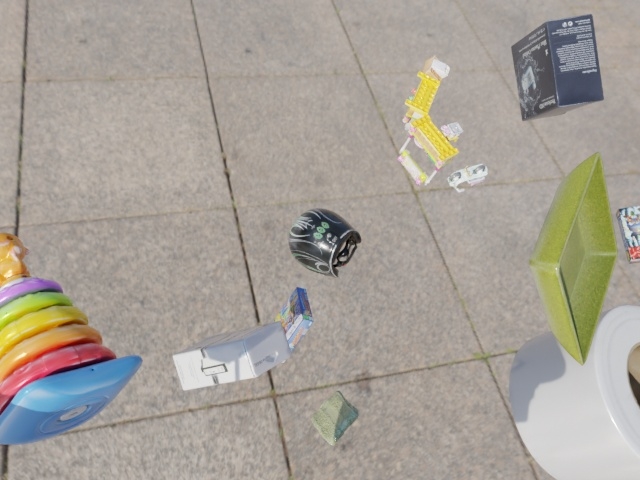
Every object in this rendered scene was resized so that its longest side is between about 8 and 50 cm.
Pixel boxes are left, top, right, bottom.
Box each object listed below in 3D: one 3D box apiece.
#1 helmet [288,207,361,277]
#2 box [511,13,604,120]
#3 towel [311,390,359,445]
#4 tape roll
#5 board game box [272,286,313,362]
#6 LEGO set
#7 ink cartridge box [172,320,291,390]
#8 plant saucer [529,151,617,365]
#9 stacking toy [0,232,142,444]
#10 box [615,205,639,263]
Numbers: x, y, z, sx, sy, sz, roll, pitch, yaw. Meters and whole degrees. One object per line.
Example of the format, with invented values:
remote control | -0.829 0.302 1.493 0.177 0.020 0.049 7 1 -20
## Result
helmet | 0.000 0.000 1.429 0.161 0.169 0.169 27 52 29
box | 0.448 -0.324 1.115 0.093 0.156 0.158 -10 93 -5
towel | 0.032 0.432 1.428 0.027 0.148 0.110 44 83 -19
tape roll | 0.433 0.236 0.871 0.246 0.169 0.246 13 60 -23
board game box | -0.093 0.259 1.781 0.035 0.201 0.136 17 35 -26
LEGO set | 0.203 -0.212 1.112 0.132 0.107 0.287 -6 65 -19
ink cartridge box | -0.188 0.246 1.254 0.148 0.203 0.086 -18 90 -60
plant saucer | 0.306 0.022 0.706 0.045 0.188 0.188 5 51 39
stacking toy | -0.406 0.114 0.820 0.175 0.166 0.302 -7 58 -54
box | 0.577 -0.017 0.970 0.137 0.027 0.094 -9 70 14
